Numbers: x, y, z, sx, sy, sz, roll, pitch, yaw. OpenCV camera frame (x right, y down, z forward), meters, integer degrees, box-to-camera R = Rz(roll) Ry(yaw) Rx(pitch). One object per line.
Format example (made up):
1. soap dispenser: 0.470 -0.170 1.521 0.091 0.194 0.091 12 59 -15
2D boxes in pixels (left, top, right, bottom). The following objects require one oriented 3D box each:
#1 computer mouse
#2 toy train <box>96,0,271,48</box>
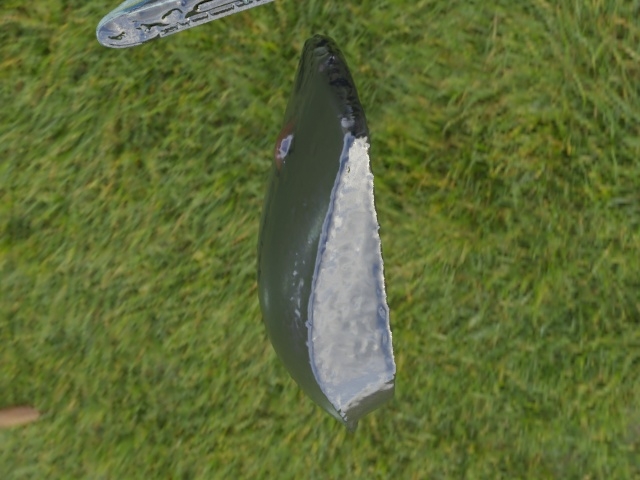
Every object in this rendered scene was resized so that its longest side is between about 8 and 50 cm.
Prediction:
1. computer mouse: -0.005 0.001 0.911 0.087 0.168 0.295 -9 122 -5
2. toy train: -0.122 -0.256 1.312 0.234 0.051 0.052 -17 140 9
